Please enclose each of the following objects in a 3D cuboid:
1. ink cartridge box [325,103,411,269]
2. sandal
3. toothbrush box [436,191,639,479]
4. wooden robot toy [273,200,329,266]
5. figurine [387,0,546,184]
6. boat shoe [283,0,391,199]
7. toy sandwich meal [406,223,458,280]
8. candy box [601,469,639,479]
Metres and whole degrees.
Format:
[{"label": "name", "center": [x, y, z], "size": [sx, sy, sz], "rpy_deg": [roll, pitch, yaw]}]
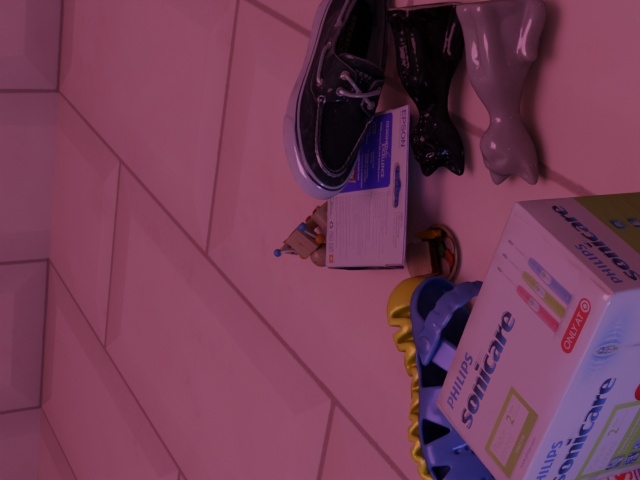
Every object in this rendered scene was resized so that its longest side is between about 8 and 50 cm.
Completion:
[{"label": "ink cartridge box", "center": [0.075, -0.064, 1.363], "size": [0.208, 0.045, 0.206], "rpy_deg": [-3, 84, 63]}, {"label": "sandal", "center": [0.170, 0.174, 1.184], "size": [0.138, 0.126, 0.317], "rpy_deg": [-37, 63, 51]}, {"label": "toothbrush box", "center": [0.263, 0.075, 0.839], "size": [0.122, 0.283, 0.206], "rpy_deg": [52, 136, 44]}, {"label": "wooden robot toy", "center": [0.000, 0.000, 1.531], "size": [0.079, 0.076, 0.173], "rpy_deg": [45, 144, -1]}, {"label": "figurine", "center": [0.171, -0.167, 1.177], "size": [0.215, 0.092, 0.209], "rpy_deg": [16, 116, 58]}, {"label": "boat shoe", "center": [0.035, -0.201, 1.325], "size": [0.102, 0.108, 0.301], "rpy_deg": [-18, 53, 55]}, {"label": "toy sandwich meal", "center": [0.141, 0.018, 1.297], "size": [0.085, 0.029, 0.085], "rpy_deg": [14, 106, 59]}, {"label": "candy box", "center": [0.309, 0.244, 0.977], "size": [0.105, 0.027, 0.206], "rpy_deg": [-16, 76, 15]}]
